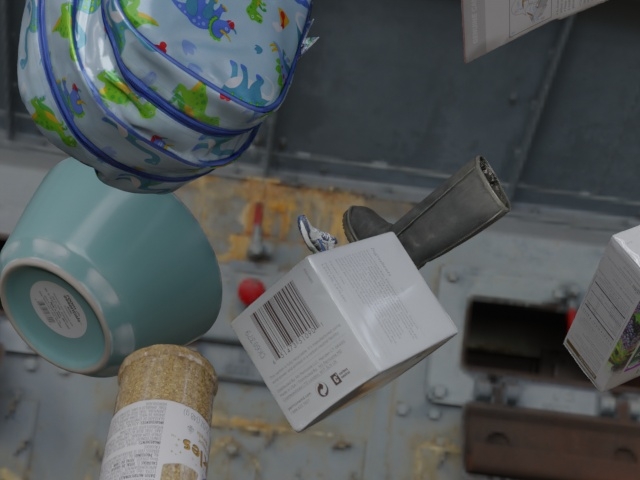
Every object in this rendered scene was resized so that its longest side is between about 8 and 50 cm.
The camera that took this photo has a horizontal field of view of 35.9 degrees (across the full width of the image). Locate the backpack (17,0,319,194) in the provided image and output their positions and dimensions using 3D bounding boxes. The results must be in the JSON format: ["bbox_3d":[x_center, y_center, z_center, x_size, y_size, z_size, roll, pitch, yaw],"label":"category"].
[{"bbox_3d":[-0.145,-0.221,0.948,0.273,0.356,0.290,-1,-29,48],"label":"backpack"}]

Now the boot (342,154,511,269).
[{"bbox_3d":[0.134,-0.038,1.285,0.076,0.190,0.208,19,-58,-39],"label":"boot"}]

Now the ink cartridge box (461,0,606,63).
[{"bbox_3d":[0.239,-0.357,1.010,0.261,0.066,0.296,-24,-40,-10],"label":"ink cartridge box"}]

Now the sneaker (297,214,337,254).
[{"bbox_3d":[0.000,0.000,1.942,0.058,0.135,0.052,-29,25,1],"label":"sneaker"}]

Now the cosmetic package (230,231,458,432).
[{"bbox_3d":[0.030,0.102,1.150,0.151,0.151,0.183,-41,-15,35],"label":"cosmetic package"}]

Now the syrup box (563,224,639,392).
[{"bbox_3d":[0.400,0.085,1.258,0.093,0.096,0.237,-19,-36,-19],"label":"syrup box"}]

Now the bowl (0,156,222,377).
[{"bbox_3d":[-0.303,0.060,1.310,0.311,0.312,0.163,2,33,31],"label":"bowl"}]

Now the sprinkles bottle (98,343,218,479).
[{"bbox_3d":[-0.178,0.271,1.036,0.121,0.355,0.121,-1,-51,-1],"label":"sprinkles bottle"}]
